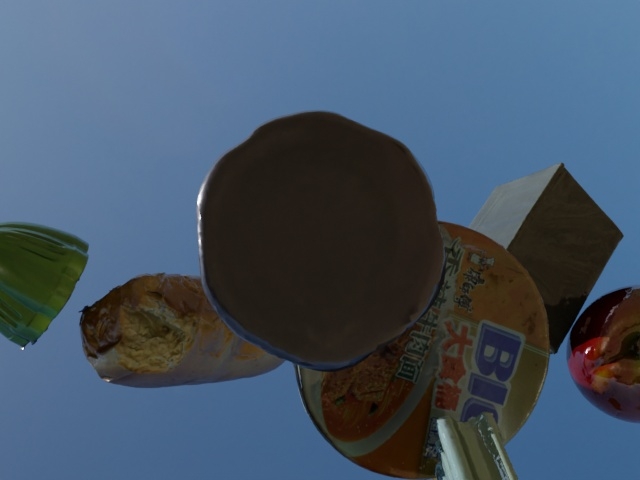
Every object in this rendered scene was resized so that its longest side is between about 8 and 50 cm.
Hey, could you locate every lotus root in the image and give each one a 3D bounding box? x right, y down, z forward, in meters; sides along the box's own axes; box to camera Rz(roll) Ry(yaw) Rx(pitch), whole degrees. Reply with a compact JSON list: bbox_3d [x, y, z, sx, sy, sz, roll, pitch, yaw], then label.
[{"bbox_3d":[-0.453,0.039,1.283,0.186,0.186,0.186,21,-132,-24],"label":"lotus root"}]

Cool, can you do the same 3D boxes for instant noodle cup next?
[{"bbox_3d":[0.090,0.111,1.049,0.297,0.214,0.296,-1,-86,-13],"label":"instant noodle cup"}]

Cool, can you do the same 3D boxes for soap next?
[{"bbox_3d":[0.153,0.259,0.796,0.064,0.114,0.198,-6,-150,-3],"label":"soap"}]

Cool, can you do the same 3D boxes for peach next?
[{"bbox_3d":[0.417,0.152,1.173,0.197,0.197,0.197,21,-132,-24],"label":"peach"}]

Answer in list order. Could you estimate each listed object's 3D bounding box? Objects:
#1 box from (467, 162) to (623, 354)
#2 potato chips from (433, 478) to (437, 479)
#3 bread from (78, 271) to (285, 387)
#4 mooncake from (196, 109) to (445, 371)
[{"bbox_3d":[0.287,0.034,1.264,0.149,0.155,0.231,46,-120,-14],"label":"box"},{"bbox_3d":[0.124,0.240,1.267,0.057,0.080,0.407,-23,-108,-32],"label":"potato chips"},{"bbox_3d":[-0.194,0.149,1.372,0.344,0.195,0.148,6,-124,-53],"label":"bread"},{"bbox_3d":[0.000,0.000,0.841,0.245,0.245,0.133,49,179,5],"label":"mooncake"}]
